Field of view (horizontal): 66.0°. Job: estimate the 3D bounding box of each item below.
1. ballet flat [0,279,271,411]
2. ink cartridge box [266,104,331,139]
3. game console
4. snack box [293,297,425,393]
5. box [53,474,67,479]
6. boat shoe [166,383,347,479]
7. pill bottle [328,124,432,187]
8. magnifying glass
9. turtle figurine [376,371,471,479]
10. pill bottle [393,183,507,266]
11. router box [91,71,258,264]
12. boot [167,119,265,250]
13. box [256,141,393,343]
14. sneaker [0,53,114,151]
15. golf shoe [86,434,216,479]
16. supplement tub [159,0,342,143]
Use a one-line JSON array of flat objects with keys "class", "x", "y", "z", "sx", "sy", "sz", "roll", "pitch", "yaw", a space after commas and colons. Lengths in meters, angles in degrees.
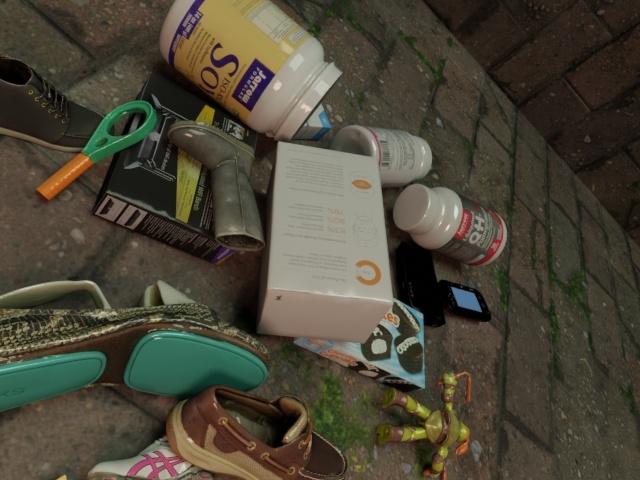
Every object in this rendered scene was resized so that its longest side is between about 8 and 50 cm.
[{"class": "ballet flat", "x": -0.293, "y": 0.131, "z": 0.690, "sx": 0.483, "sy": 0.164, "sz": 0.182, "roll": 7, "pitch": 40, "yaw": -38}, {"class": "ink cartridge box", "x": -0.067, "y": -0.315, "z": 1.241, "sx": 0.180, "sy": 0.060, "sz": 0.104, "roll": -9, "pitch": 72, "yaw": -46}, {"class": "game console", "x": 0.341, "y": 0.138, "z": 1.344, "sx": 0.361, "sy": 0.044, "sz": 0.213, "roll": 18, "pitch": 54, "yaw": -36}, {"class": "snack box", "x": 0.096, "y": 0.188, "z": 1.069, "sx": 0.322, "sy": 0.060, "sz": 0.187, "roll": 30, "pitch": 47, "yaw": -26}, {"class": "box", "x": -0.351, "y": 0.350, "z": 0.572, "sx": 0.136, "sy": 0.028, "sz": 0.081, "roll": -22, "pitch": 81, "yaw": -46}, {"class": "boat shoe", "x": -0.062, "y": 0.306, "z": 0.762, "sx": 0.342, "sy": 0.123, "sz": 0.123, "roll": 36, "pitch": 21, "yaw": -29}, {"class": "pill bottle", "x": 0.169, "y": -0.221, "z": 1.327, "sx": 0.283, "sy": 0.160, "sz": 0.160, "roll": -7, "pitch": 70, "yaw": -46}, {"class": "magnifying glass", "x": -0.366, "y": -0.153, "z": 0.811, "sx": 0.092, "sy": 0.026, "sz": 0.231, "roll": 27, "pitch": 66, "yaw": 29}, {"class": "turtle figurine", "x": 0.227, "y": 0.394, "z": 1.013, "sx": 0.217, "sy": 0.087, "sz": 0.269, "roll": 18, "pitch": 82, "yaw": -18}, {"class": "pill bottle", "x": 0.358, "y": -0.046, "z": 1.379, "sx": 0.318, "sy": 0.176, "sz": 0.176, "roll": 19, "pitch": 53, "yaw": -34}, {"class": "router box", "x": -0.257, "y": -0.138, "z": 0.934, "sx": 0.243, "sy": 0.081, "sz": 0.309, "roll": 27, "pitch": 49, "yaw": -29}, {"class": "boot", "x": -0.183, "y": -0.093, "z": 0.870, "sx": 0.189, "sy": 0.076, "sz": 0.208, "roll": 15, "pitch": 62, "yaw": -35}, {"class": "box", "x": 0.000, "y": 0.000, "z": 0.955, "sx": 0.215, "sy": 0.168, "sz": 0.345, "roll": 8, "pitch": 53, "yaw": -10}, {"class": "sneaker", "x": -0.431, "y": -0.214, "z": 0.792, "sx": 0.222, "sy": 0.118, "sz": 0.083, "roll": 2, "pitch": 63, "yaw": -42}, {"class": "golf shoe", "x": -0.232, "y": 0.316, "z": 0.683, "sx": 0.186, "sy": 0.067, "sz": 0.086, "roll": 24, "pitch": 31, "yaw": -41}, {"class": "supplement tub", "x": -0.143, "y": -0.384, "z": 1.056, "sx": 0.331, "sy": 0.241, "sz": 0.241, "roll": 38, "pitch": 44, "yaw": -7}]
